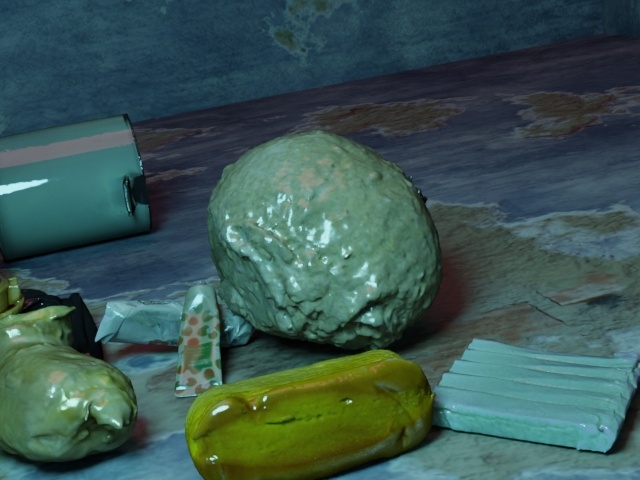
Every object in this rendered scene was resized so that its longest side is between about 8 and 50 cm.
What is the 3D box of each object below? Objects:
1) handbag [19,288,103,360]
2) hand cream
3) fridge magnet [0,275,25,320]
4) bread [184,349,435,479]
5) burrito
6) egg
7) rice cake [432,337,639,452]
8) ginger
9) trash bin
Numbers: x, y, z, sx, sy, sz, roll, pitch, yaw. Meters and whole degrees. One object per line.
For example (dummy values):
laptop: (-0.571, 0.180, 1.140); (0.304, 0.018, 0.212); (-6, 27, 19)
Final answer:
handbag: (-0.403, 0.138, 1.448); (0.244, 0.088, 0.275); (-8, 15, -13)
hand cream: (-0.145, 0.116, 1.367); (0.057, 0.037, 0.165); (-7, 49, 5)
fridge magnet: (-0.437, 0.077, 1.402); (0.143, 0.063, 0.143); (0, 18, 0)
bread: (-0.009, 0.172, 1.107); (0.246, 0.102, 0.094); (-11, 15, -13)
burrito: (-0.180, 0.105, 1.437); (0.203, 0.064, 0.064); (2, 15, -10)
egg: (0.000, 0.000, 1.383); (0.310, 0.279, 0.279); (30, 37, 35)
rice cake: (0.221, 0.153, 1.165); (0.198, 0.037, 0.189); (1, 19, 26)
ginger: (-0.293, 0.161, 1.216); (0.138, 0.152, 0.267); (12, 16, -46)
trash bin: (-0.446, -0.095, 1.996); (0.263, 0.217, 0.277); (-12, 22, -14)
